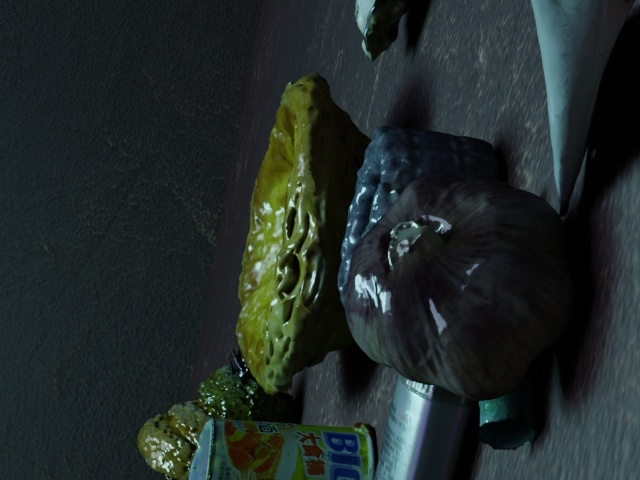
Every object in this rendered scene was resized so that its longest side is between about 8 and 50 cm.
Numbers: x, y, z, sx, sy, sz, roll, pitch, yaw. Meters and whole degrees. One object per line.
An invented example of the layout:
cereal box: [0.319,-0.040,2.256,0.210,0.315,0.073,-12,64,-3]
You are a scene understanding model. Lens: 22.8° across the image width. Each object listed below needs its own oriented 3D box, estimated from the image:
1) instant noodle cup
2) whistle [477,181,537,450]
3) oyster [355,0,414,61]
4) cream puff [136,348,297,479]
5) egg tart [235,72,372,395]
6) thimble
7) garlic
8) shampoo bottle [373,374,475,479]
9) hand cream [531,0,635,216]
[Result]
instant noodle cup: [-0.046,0.254,1.458,0.205,0.153,0.205,-168,90,-83]
whistle: [0.121,0.045,1.026,0.039,0.039,0.186,113,166,-52]
oyster: [0.077,-0.306,1.644,0.214,0.083,0.223,-85,5,-57]
cream puff: [-0.106,0.221,1.881,0.169,0.183,0.183,-58,9,0]
egg tart: [-0.001,0.001,1.583,0.341,0.129,0.341,-169,90,-80]
thimble: [0.074,-0.009,1.205,0.150,0.097,0.150,-169,90,-82]
garlic: [0.082,0.022,0.968,0.102,0.147,0.159,55,-172,-39]
shampoo bottle: [0.067,0.174,1.141,0.086,0.056,0.227,-123,46,-77]
hand cream: [0.143,-0.123,0.841,0.336,0.076,0.121,68,-142,-70]
